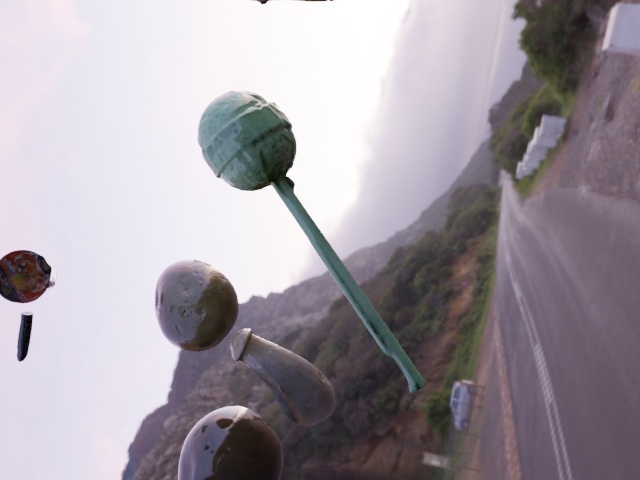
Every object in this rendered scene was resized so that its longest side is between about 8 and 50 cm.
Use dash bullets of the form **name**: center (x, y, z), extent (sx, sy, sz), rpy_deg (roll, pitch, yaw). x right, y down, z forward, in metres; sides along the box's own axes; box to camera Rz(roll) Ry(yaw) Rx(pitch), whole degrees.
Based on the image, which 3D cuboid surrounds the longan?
- **longan**: center (-0.190, 0.474, 1.269), extent (0.246, 0.215, 0.246), rpy_deg (3, -95, -49)

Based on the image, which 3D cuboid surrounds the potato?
- **potato**: center (-0.260, 0.129, 1.244), extent (0.178, 0.235, 0.160), rpy_deg (-43, -44, -2)

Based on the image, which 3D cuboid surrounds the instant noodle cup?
- **instant noodle cup**: center (-0.692, 0.087, 1.444), extent (0.136, 0.127, 0.127), rpy_deg (155, 127, -80)

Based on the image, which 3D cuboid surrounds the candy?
- **candy**: center (0.000, 0.000, 0.754), extent (0.119, 0.440, 0.119), rpy_deg (-36, -2, -1)

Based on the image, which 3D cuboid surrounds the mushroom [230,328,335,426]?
- **mushroom**: center (-0.063, 0.264, 1.171), extent (0.270, 0.118, 0.103), rpy_deg (54, -135, -31)

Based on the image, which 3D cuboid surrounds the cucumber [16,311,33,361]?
- **cucumber**: center (-0.773, 0.253, 1.581), extent (0.032, 0.032, 0.133), rpy_deg (-15, -65, -76)

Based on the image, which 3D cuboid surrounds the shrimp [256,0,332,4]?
- **shrimp**: center (-0.042, -0.498, 1.141), extent (0.145, 0.267, 0.061), rpy_deg (28, -111, -58)
